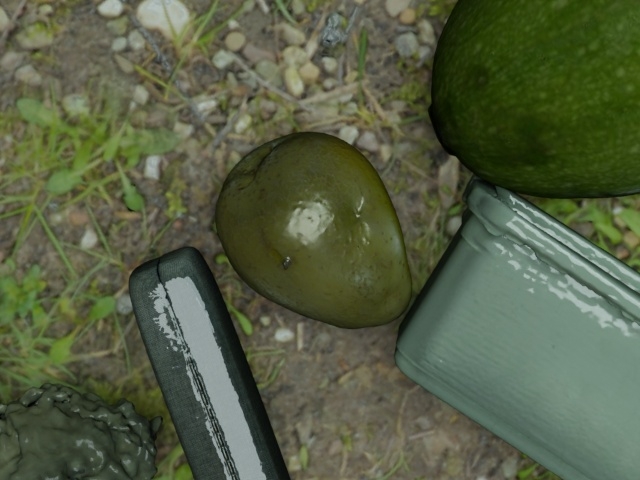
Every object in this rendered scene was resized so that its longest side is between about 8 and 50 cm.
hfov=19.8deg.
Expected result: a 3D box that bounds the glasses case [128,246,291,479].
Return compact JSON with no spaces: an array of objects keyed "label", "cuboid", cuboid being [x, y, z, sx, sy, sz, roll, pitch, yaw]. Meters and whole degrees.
[{"label":"glasses case","cuboid":[-0.088,0.165,1.664,0.074,0.131,0.323,-20,92,4]}]

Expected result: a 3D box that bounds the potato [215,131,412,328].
[{"label":"potato","cuboid":[0.000,0.000,1.661,0.157,0.157,0.194,-41,105,2]}]

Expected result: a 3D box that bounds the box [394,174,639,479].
[{"label":"box","cuboid":[0.220,0.099,1.650,0.312,0.175,0.182,34,101,-2]}]

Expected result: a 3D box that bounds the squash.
[{"label":"squash","cuboid":[0.234,-0.171,1.569,0.308,0.310,0.310,-22,92,3]}]

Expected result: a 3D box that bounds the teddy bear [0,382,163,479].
[{"label":"teddy bear","cuboid":[-0.324,0.211,1.634,0.367,0.224,0.357,-2,107,-2]}]
